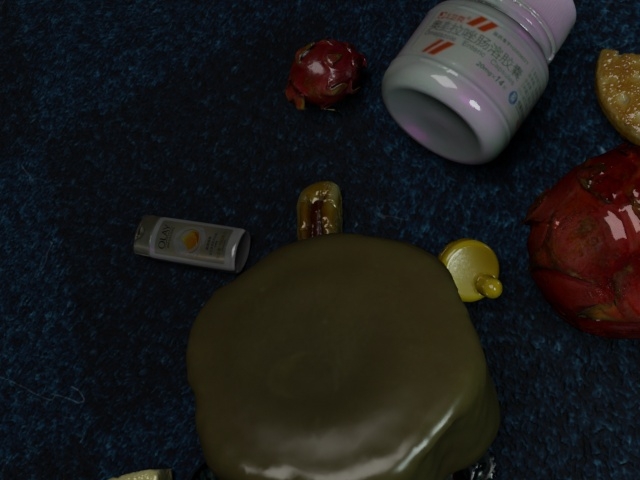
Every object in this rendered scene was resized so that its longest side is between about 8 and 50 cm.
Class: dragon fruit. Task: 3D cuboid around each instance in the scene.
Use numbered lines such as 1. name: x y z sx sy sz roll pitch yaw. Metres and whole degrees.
1. dragon fruit: 0.002 -0.313 1.751 0.166 0.133 0.136 -25 55 23
2. dragon fruit: 0.455 0.001 1.365 0.301 0.295 0.296 -22 61 43

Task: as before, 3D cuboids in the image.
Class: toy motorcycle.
1. toy motorcycle: 0.180 0.394 1.452 0.213 0.082 0.122 -17 55 25

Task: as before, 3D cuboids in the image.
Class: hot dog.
1. hot dog: 0.000 0.000 1.671 0.084 0.073 0.242 -7 69 14

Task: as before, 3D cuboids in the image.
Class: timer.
1. timer: 0.246 0.051 1.532 0.107 0.109 0.107 -2 99 -11

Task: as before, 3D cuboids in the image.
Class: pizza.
1. pizza: 0.535 -0.223 1.545 0.127 0.058 0.246 -45 60 3

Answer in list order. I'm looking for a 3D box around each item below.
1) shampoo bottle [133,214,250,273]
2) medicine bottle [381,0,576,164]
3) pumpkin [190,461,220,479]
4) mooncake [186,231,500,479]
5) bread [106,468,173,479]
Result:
1. shampoo bottle: -0.246 0.006 1.775 0.227 0.056 0.086 9 74 24
2. medicine bottle: 0.272 -0.308 1.577 0.241 0.241 0.302 28 74 28
3. pumpkin: -0.135 0.443 1.520 0.202 0.140 0.202 -4 80 19
4. mooncake: 0.032 0.219 1.412 0.467 0.262 0.467 -8 49 10
5. bread: -0.313 0.497 1.617 0.125 0.068 0.188 -16 65 16
